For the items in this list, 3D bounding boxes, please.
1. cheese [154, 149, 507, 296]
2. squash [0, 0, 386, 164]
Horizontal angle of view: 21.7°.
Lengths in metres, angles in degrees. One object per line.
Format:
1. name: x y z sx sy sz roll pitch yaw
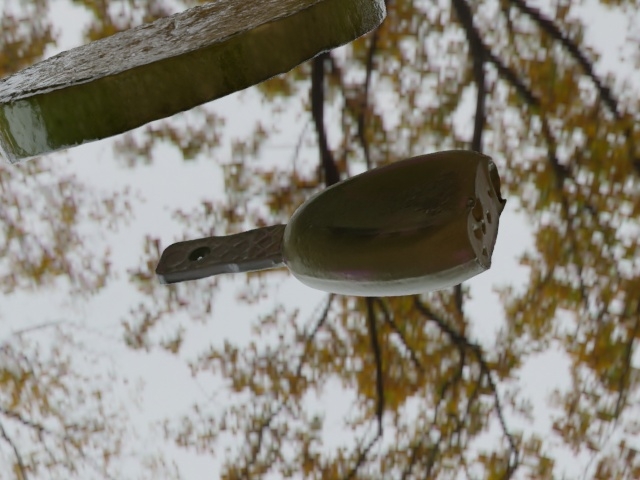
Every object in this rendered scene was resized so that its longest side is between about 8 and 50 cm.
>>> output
1. cheese: 0.000 0.000 0.884 0.192 0.037 0.097 -10 -146 21
2. squash: -0.069 -0.097 0.863 0.219 0.219 0.041 -25 -78 -17
